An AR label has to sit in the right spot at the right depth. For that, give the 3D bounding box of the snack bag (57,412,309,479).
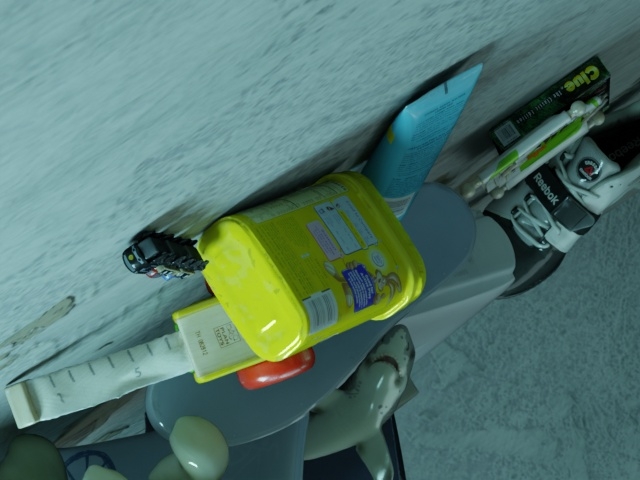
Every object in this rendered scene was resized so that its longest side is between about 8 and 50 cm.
[{"bbox_3d":[-0.153,0.321,1.938,0.342,0.323,0.037,-15,146,28],"label":"snack bag"}]

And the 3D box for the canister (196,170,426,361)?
[{"bbox_3d":[-0.007,0.019,1.587,0.073,0.126,0.170,-40,169,36],"label":"canister"}]

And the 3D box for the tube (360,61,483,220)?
[{"bbox_3d":[0.074,-0.077,1.643,0.080,0.052,0.207,-36,169,-26],"label":"tube"}]

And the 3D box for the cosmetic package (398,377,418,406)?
[{"bbox_3d":[-0.035,0.223,2.636,0.296,0.153,0.129,-26,170,-39],"label":"cosmetic package"}]

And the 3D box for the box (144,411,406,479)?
[{"bbox_3d":[-0.039,0.331,2.379,0.294,0.183,0.296,-7,141,2],"label":"box"}]

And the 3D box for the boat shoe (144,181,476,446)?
[{"bbox_3d":[-0.023,0.072,1.910,0.367,0.136,0.156,-40,-175,-18],"label":"boat shoe"}]

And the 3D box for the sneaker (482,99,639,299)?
[{"bbox_3d":[0.301,-0.066,2.448,0.330,0.122,0.146,-43,166,-9],"label":"sneaker"}]

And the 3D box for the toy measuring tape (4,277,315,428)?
[{"bbox_3d":[-0.109,0.088,1.688,0.330,0.121,0.121,-19,168,-16],"label":"toy measuring tape"}]

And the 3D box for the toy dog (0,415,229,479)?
[{"bbox_3d":[-0.151,0.351,1.709,0.408,0.395,0.284,-2,-178,31],"label":"toy dog"}]

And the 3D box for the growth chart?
[{"bbox_3d":[0.226,-0.097,2.048,0.172,0.021,0.237,-37,173,9],"label":"growth chart"}]

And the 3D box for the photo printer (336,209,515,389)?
[{"bbox_3d":[0.037,0.091,2.178,0.256,0.107,0.307,-15,163,-35],"label":"photo printer"}]

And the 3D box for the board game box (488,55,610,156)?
[{"bbox_3d":[0.246,-0.128,2.119,0.136,0.030,0.259,-33,173,5],"label":"board game box"}]

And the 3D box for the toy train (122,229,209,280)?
[{"bbox_3d":[-0.114,0.014,1.459,0.036,0.027,0.158,-32,172,7],"label":"toy train"}]

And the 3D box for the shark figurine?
[{"bbox_3d":[-0.018,0.176,2.041,0.278,0.166,0.116,-12,-164,17],"label":"shark figurine"}]
